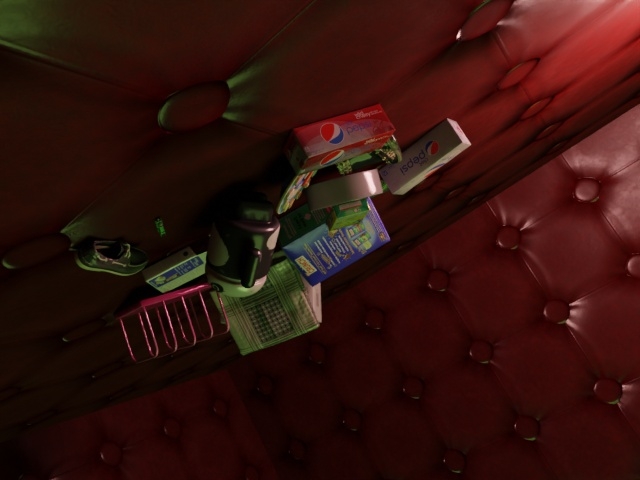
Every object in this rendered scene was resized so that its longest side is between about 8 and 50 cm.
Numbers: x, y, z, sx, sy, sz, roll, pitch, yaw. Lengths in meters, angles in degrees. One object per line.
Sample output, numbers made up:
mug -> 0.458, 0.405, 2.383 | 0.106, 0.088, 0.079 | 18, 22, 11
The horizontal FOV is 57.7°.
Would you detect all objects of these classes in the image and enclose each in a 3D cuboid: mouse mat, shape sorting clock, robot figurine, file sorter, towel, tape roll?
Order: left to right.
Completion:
file sorter -> -0.476, 0.267, 1.902 | 0.290, 0.182, 0.202 | -15, 174, -45
robot figurine -> -0.206, 0.012, 1.506 | 0.209, 0.173, 0.278 | -48, 156, -66
towel -> -0.199, 0.213, 2.011 | 0.312, 0.324, 0.056 | -21, -169, 9
shape sorting clock -> -0.049, -0.152, 1.503 | 0.206, 0.040, 0.206 | -54, 173, -10
tape roll -> 0.065, -0.144, 1.669 | 0.219, 0.072, 0.219 | -15, -176, 1
mouse mat -> 0.215, -0.189, 2.102 | 0.189, 0.007, 0.153 | -23, 165, -20

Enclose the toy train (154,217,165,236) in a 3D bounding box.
toy train -> -0.391, -0.031, 1.424 | 0.017, 0.024, 0.083 | -25, 166, -17

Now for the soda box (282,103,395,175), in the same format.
soda box -> 0.046, -0.245, 1.407 | 0.263, 0.084, 0.092 | -22, 165, -28

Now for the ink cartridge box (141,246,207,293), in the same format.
ink cartridge box -> -0.408, 0.081, 1.741 | 0.208, 0.045, 0.206 | -26, 166, -7

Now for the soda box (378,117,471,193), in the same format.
soda box -> 0.335, -0.265, 1.880 | 0.286, 0.098, 0.091 | -37, 164, 27

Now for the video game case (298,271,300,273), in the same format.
video game case -> 0.000, 0.000, 2.093 | 0.244, 0.061, 0.270 | -27, 150, -5

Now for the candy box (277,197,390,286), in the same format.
candy box -> 0.038, -0.024, 1.909 | 0.317, 0.122, 0.268 | -31, 141, 1

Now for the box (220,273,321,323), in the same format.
box -> -0.181, 0.227, 2.181 | 0.345, 0.169, 0.215 | -4, 168, 7

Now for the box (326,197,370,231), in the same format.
box -> 0.078, -0.071, 1.711 | 0.105, 0.043, 0.179 | -15, 168, -10

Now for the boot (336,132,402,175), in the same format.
boot -> 0.131, -0.239, 1.623 | 0.178, 0.085, 0.236 | -24, 171, 8

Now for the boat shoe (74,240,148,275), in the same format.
boat shoe -> -0.481, 0.037, 1.387 | 0.065, 0.075, 0.206 | -32, 162, 24
